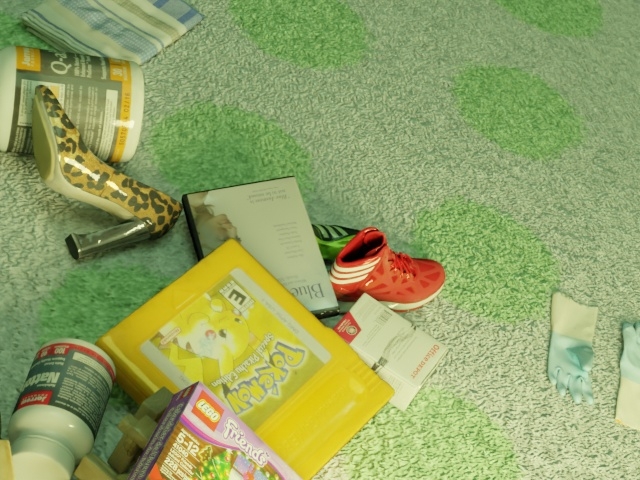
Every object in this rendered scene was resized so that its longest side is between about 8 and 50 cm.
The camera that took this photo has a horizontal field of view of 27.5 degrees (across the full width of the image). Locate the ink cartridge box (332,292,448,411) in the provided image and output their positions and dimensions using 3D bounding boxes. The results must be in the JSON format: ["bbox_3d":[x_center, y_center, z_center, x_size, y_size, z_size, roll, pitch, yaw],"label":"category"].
[{"bbox_3d":[0.092,0.162,1.891,0.150,0.063,0.109,33,43,11],"label":"ink cartridge box"}]

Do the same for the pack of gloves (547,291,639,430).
[{"bbox_3d":[0.454,0.179,2.043,0.195,0.046,0.232,19,42,-3],"label":"pack of gloves"}]

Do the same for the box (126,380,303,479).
[{"bbox_3d":[-0.096,0.335,1.540,0.293,0.057,0.201,46,39,-17],"label":"box"}]

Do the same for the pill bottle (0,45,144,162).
[{"bbox_3d":[-0.416,-0.208,1.981,0.278,0.162,0.162,5,45,-19],"label":"pill bottle"}]

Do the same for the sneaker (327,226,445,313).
[{"bbox_3d":[0.112,0.041,1.975,0.221,0.128,0.087,-13,53,-32],"label":"sneaker"}]

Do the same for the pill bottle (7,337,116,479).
[{"bbox_3d":[-0.325,0.218,1.619,0.108,0.108,0.180,17,42,-6],"label":"pill bottle"}]

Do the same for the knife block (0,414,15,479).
[{"bbox_3d":[-0.388,0.270,1.451,0.088,0.276,0.242,2,76,-21],"label":"knife block"}]

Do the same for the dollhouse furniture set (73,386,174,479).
[{"bbox_3d":[-0.212,0.292,1.588,0.123,0.144,0.151,38,30,10],"label":"dollhouse furniture set"}]

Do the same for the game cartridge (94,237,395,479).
[{"bbox_3d":[-0.098,0.178,1.760,0.324,0.052,0.285,42,50,10],"label":"game cartridge"}]

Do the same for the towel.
[{"bbox_3d":[-0.361,-0.390,2.287,0.209,0.034,0.285,34,43,11],"label":"towel"}]

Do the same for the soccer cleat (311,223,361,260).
[{"bbox_3d":[0.000,0.000,2.031,0.179,0.060,0.072,9,21,-11],"label":"soccer cleat"}]

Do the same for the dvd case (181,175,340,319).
[{"bbox_3d":[-0.092,0.020,1.938,0.180,0.022,0.253,-10,57,-14],"label":"dvd case"}]

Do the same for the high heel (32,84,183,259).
[{"bbox_3d":[-0.314,-0.116,1.920,0.186,0.093,0.261,-19,93,-31],"label":"high heel"}]
